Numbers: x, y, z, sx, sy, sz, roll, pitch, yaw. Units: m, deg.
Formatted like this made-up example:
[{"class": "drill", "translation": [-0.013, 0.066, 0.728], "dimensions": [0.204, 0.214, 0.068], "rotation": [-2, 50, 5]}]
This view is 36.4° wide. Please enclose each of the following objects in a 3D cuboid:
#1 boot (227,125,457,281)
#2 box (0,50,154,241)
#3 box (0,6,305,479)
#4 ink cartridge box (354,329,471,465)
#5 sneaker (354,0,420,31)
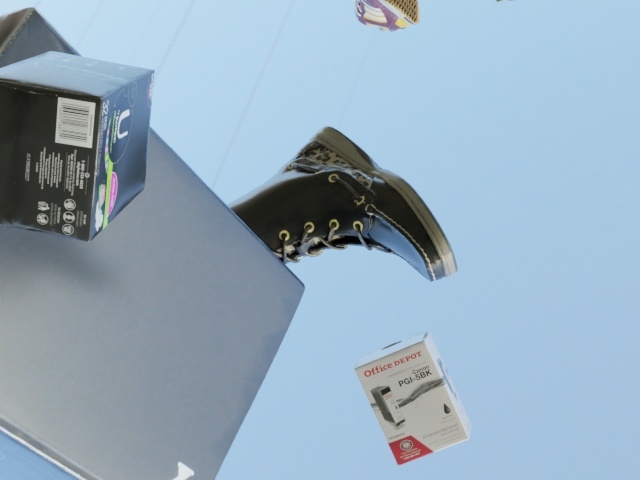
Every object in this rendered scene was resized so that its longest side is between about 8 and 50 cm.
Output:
[{"class": "boot", "translation": [0.000, 0.001, 0.915], "dimensions": [0.179, 0.085, 0.236], "rotation": [-34, -135, -11]}, {"class": "box", "translation": [-0.108, -0.043, 0.417], "dimensions": [0.052, 0.062, 0.083], "rotation": [10, -162, 1]}, {"class": "box", "translation": [-0.269, 0.027, 0.711], "dimensions": [0.396, 0.293, 0.211], "rotation": [3, -124, 41]}, {"class": "ink cartridge box", "translation": [0.113, 0.193, 1.200], "dimensions": [0.099, 0.056, 0.135], "rotation": [-25, -88, 14]}, {"class": "sneaker", "translation": [0.074, -0.369, 1.481], "dimensions": [0.084, 0.185, 0.069], "rotation": [-15, -119, 34]}]
